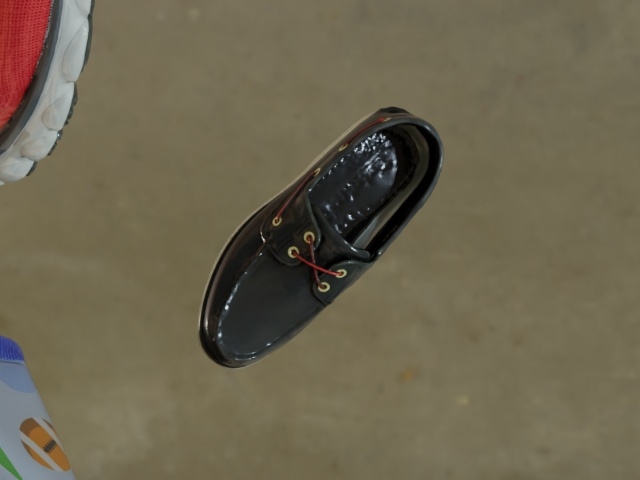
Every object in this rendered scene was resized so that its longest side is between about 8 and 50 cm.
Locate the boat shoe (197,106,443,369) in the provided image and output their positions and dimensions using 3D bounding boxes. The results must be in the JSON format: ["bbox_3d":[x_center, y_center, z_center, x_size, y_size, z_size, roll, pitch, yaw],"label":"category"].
[{"bbox_3d":[-0.001,-0.001,0.821,0.049,0.133,0.042,43,173,-13],"label":"boat shoe"}]

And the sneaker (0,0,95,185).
[{"bbox_3d":[-0.175,-0.069,0.696,0.118,0.107,0.279,10,162,-38],"label":"sneaker"}]

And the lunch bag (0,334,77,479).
[{"bbox_3d":[-0.307,0.193,0.995,0.385,0.328,0.239,17,117,-43],"label":"lunch bag"}]
